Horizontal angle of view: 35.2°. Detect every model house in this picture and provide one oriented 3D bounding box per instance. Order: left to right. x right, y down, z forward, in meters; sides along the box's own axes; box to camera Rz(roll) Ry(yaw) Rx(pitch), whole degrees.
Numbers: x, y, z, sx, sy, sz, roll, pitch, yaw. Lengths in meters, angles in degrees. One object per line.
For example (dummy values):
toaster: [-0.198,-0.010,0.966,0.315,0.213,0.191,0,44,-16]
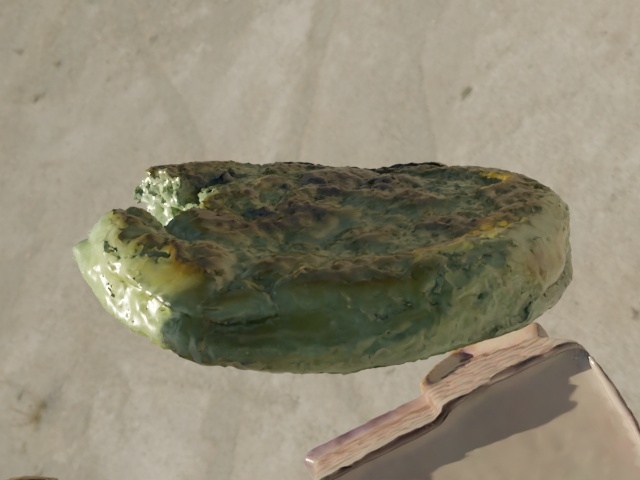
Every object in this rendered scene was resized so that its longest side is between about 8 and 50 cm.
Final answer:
model house: [0.128,0.206,0.810,0.237,0.202,0.237,-31,-1,-1]

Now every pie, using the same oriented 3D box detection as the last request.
pie: [0.008,0.000,0.619,0.302,0.303,0.066,28,125,55]

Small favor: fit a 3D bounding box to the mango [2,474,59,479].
mango: [-0.336,0.337,1.014,0.287,0.153,0.201,-17,58,28]
